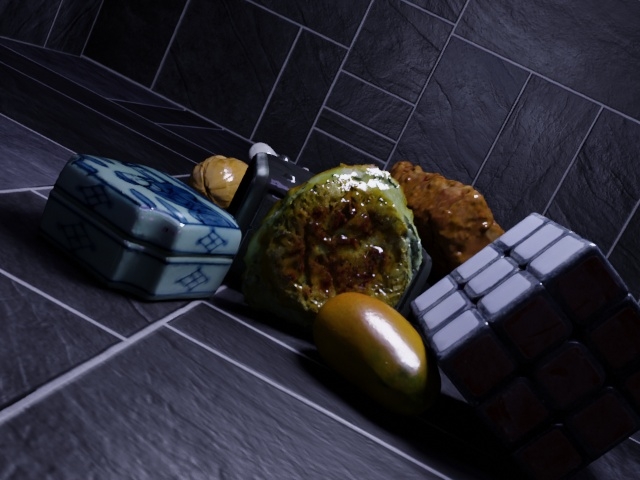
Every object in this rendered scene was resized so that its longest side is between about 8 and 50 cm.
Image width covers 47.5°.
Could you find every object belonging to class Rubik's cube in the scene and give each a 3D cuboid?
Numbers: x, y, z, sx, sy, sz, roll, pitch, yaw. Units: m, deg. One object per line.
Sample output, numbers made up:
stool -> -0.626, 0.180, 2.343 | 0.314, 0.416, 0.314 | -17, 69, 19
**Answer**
Rubik's cube -> 0.367, 0.172, 1.231 | 0.305, 0.303, 0.301 | 53, 7, -12

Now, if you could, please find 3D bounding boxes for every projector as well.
projector -> 0.000, 0.000, 1.577 | 0.405, 0.242, 0.395 | 25, 10, -11

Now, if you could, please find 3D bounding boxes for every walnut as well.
walnut -> -0.254, -0.145, 1.902 | 0.159, 0.159, 0.206 | 28, 13, 10

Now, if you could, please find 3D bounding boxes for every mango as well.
mango -> 0.099, 0.188, 1.209 | 0.254, 0.139, 0.175 | 41, 27, 28

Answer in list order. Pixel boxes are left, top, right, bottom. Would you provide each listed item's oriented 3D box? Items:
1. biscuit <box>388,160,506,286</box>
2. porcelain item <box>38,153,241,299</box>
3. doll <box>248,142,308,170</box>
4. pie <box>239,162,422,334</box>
biscuit -> 0.312, -0.002, 1.815 | 0.343, 0.166, 0.395 | 53, -7, -26
porcelain item -> -0.299, -0.027, 1.246 | 0.281, 0.157, 0.286 | 30, 11, 27
doll -> -0.030, -0.146, 2.340 | 0.376, 0.187, 0.365 | 17, 15, -39
pie -> 0.025, 0.023, 1.321 | 0.288, 0.355, 0.103 | 44, -2, -21
